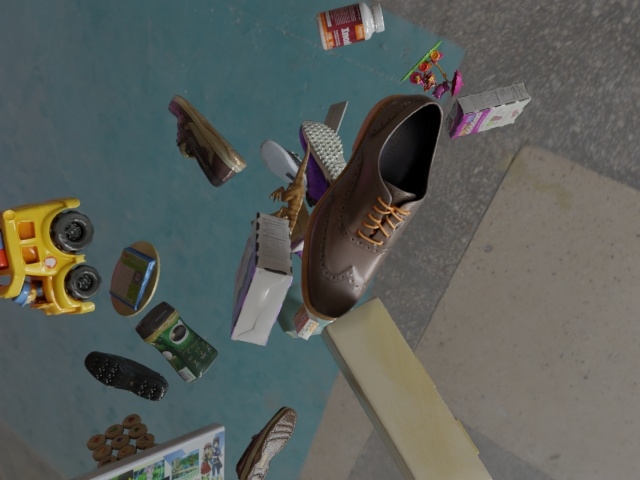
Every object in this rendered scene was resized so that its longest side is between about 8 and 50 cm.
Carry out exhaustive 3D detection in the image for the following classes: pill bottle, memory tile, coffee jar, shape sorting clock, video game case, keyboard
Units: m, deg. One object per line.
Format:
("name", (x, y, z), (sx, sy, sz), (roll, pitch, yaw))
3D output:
("pill bottle", (0.070, -0.510, 1.259), (0.152, 0.086, 0.086), (-12, 112, 7))
("memory tile", (-0.384, 0.402, 1.039), (0.148, 0.113, 0.012), (24, 131, 47))
("coffee jar", (-0.330, 0.231, 1.221), (0.184, 0.096, 0.079), (50, 136, -12))
("shape sorting clock", (-0.495, 0.101, 1.423), (0.206, 0.040, 0.206), (-11, 72, 37))
("video game case", (-0.305, 0.527, 0.970), (0.036, 0.329, 0.300), (3, 93, 37))
("keyboard", (0.019, -0.303, 1.594), (0.072, 0.256, 0.014), (5, 160, 45))

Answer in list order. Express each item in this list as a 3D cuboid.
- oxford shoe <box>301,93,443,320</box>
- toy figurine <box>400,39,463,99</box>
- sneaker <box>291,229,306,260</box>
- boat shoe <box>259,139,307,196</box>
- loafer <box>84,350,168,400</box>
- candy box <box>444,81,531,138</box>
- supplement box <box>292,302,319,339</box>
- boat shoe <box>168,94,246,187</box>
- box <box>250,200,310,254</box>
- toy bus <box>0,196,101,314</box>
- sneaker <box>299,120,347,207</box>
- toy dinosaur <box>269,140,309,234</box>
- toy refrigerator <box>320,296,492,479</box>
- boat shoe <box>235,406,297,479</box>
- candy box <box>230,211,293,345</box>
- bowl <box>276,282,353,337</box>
("oxford shoe", (0.069, -0.043, 0.772), (0.130, 0.133, 0.363), (19, 96, -15))
("toy figurine", (0.371, -0.516, 1.699), (0.159, 0.130, 0.173), (46, 111, -5))
("sneaker", (0.000, 0.000, 1.688), (0.095, 0.236, 0.104), (-22, 106, 46))
("boat shoe", (-0.124, -0.318, 2.236), (0.306, 0.105, 0.113), (39, 132, -18))
("loafer", (-0.504, 0.350, 1.393), (0.223, 0.078, 0.076), (28, 95, -10))
("candy box", (0.543, -0.424, 1.749), (0.159, 0.233, 0.071), (98, 157, -72))
("supplement box", (-0.044, 0.232, 1.541), (0.036, 0.098, 0.062), (31, 102, -21))
("boat shoe", (-0.267, -0.218, 1.152), (0.285, 0.092, 0.103), (46, -179, 31))
("box", (-0.123, -0.026, 1.817), (0.201, 0.021, 0.164), (-21, 70, 5))
("toy bus", (-0.527, 0.041, 0.952), (0.149, 0.211, 0.220), (-4, 97, 37))
("sneaker", (0.001, -0.154, 1.301), (0.146, 0.102, 0.293), (-49, 57, 43))
("toy dinosaur", (-0.053, -0.107, 1.148), (0.112, 0.064, 0.211), (21, 101, 56))
("toy refrigerator", (0.109, 0.216, 0.724), (0.269, 0.094, 0.102), (59, 169, 13))
("boat shoe", (-0.172, 0.599, 1.586), (0.095, 0.257, 0.095), (42, 167, -37))
("candy box", (-0.111, 0.067, 0.997), (0.070, 0.196, 0.165), (15, 119, -14))
("bowl", (-0.019, 0.222, 1.731), (0.311, 0.311, 0.163), (-18, 78, 41))
